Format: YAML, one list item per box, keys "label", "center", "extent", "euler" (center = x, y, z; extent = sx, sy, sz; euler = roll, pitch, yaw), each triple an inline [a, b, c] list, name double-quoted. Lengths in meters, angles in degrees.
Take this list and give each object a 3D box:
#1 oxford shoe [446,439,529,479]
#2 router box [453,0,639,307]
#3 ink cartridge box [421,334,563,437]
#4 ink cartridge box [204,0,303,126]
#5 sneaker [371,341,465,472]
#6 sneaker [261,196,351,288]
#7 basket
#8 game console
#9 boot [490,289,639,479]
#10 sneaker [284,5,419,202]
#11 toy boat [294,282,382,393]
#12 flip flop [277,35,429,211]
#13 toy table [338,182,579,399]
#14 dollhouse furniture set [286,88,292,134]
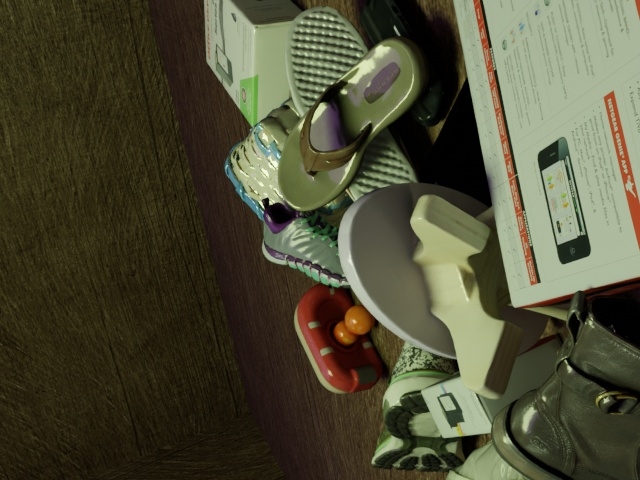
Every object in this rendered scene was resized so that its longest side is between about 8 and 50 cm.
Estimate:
- label: "oxford shoe"
  center: [0.267, 0.292, 0.936]
  extent: [0.449, 0.169, 0.130]
  euler: [97, -166, -71]
- label: "router box"
  center: [0.211, -0.133, 0.557]
  extent: [0.301, 0.082, 0.335]
  euler: [138, 125, -74]
- label: "ink cartridge box"
  center: [0.219, 0.185, 0.944]
  extent: [0.072, 0.128, 0.175]
  euler: [65, 164, 11]
- label: "ink cartridge box"
  center: [-0.124, -0.369, 1.416]
  extent: [0.273, 0.115, 0.198]
  euler: [-125, 30, -44]
- label: "sneaker"
  center: [0.173, 0.266, 1.254]
  extent: [0.410, 0.158, 0.182]
  euler: [94, -177, -56]
- label: "sneaker"
  center: [0.000, 0.000, 1.100]
  extent: [0.224, 0.083, 0.098]
  euler: [13, 127, 31]
- label: "basket"
  center: [-0.033, -0.092, 1.264]
  extent: [0.254, 0.201, 0.289]
  euler: [48, 147, 2]
- label: "game console"
  center: [0.142, -0.182, 0.935]
  extent: [0.361, 0.044, 0.213]
  euler: [64, 161, 20]
- label: "boot"
  center: [0.280, 0.150, 0.605]
  extent: [0.229, 0.263, 0.091]
  euler: [111, 179, -51]
- label: "sneaker"
  center: [0.043, -0.166, 1.074]
  extent: [0.127, 0.126, 0.321]
  euler: [28, -139, -82]
- label: "toy boat"
  center: [0.052, 0.179, 1.507]
  extent: [0.151, 0.151, 0.231]
  euler: [-49, 58, 36]
- label: "flip flop"
  center: [0.024, -0.141, 0.947]
  extent: [0.277, 0.080, 0.112]
  euler: [-43, 78, 38]
- label: "toy table"
  center: [0.169, 0.030, 0.773]
  extent: [0.161, 0.274, 0.252]
  euler: [-8, 69, 65]
- label: "dollhouse furniture set"
  center: [-0.020, -0.215, 1.350]
  extent: [0.058, 0.076, 0.151]
  euler: [61, 160, 20]
